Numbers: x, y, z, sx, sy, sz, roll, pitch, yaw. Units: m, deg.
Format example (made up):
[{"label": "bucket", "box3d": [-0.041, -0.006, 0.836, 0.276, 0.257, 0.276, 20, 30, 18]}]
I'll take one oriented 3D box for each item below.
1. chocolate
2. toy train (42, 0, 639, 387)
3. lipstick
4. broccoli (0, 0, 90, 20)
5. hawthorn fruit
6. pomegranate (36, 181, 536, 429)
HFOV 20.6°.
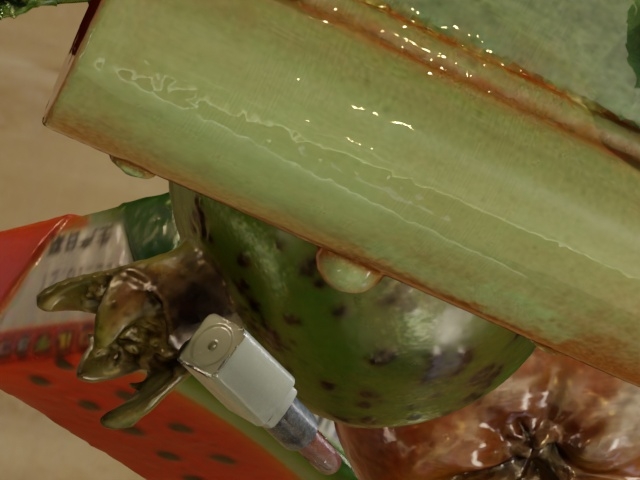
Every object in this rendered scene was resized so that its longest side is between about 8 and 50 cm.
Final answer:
[{"label": "chocolate", "box3d": [-0.121, 0.118, 1.715, 0.360, 0.341, 0.161, 39, 57, -34]}, {"label": "toy train", "box3d": [0.045, -0.057, 0.590, 0.285, 0.177, 0.116, 23, 19, -13]}, {"label": "lipstick", "box3d": [-0.019, 0.070, 0.736, 0.025, 0.107, 0.025, 24, 73, 43]}, {"label": "broccoli", "box3d": [-0.207, -0.239, 1.263, 0.156, 0.195, 0.195, 19, 64, 5]}, {"label": "hawthorn fruit", "box3d": [0.112, 0.100, 1.183, 0.235, 0.263, 0.231, -12, 96, -26]}, {"label": "pomegranate", "box3d": [0.000, 0.000, 0.838, 0.263, 0.211, 0.211, -30, 78, -17]}]
